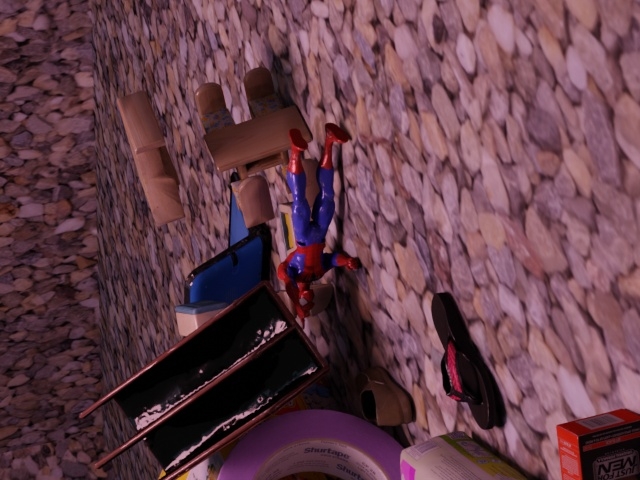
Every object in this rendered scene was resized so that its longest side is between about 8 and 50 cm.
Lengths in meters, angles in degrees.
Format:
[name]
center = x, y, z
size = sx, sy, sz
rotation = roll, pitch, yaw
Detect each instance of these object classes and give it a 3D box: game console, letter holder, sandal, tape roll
[game console]
center = -0.179, 0.078, 2.382
size = 0.173, 0.250, 0.293
rotation = 33, 138, 30
[letter holder]
center = -0.175, 0.214, 1.868
size = 0.152, 0.302, 0.214
rotation = 55, -156, 1
[sandal]
center = 0.150, 0.139, 1.599
size = 0.067, 0.040, 0.179
rotation = 103, 151, -51
[tape roll]
center = -0.001, 0.354, 1.807
size = 0.090, 0.274, 0.275
rotation = 102, 152, -53

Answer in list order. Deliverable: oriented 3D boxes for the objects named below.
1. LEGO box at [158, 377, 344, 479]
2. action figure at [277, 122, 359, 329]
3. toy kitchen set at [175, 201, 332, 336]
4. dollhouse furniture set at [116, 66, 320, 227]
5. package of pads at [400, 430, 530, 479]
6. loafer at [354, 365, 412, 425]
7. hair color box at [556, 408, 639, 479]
[LEGO box]
center = -0.110, 0.484, 2.122
size = 0.500, 0.193, 0.372
rotation = -66, 35, 31
[action figure]
center = 0.000, 0.000, 1.898
size = 0.139, 0.091, 0.280
rotation = -122, 29, -46
[toy kitchen set]
center = -0.105, 0.039, 2.050
size = 0.122, 0.207, 0.166
rotation = 176, 84, -71
[dollhouse furniture set]
center = -0.140, -0.142, 1.984
size = 0.161, 0.242, 0.212
rotation = 80, 168, -49
[package of pads]
center = 0.178, 0.383, 1.556
size = 0.229, 0.101, 0.297
rotation = -153, 54, -69
[loafer]
center = 0.072, 0.203, 1.860
size = 0.148, 0.050, 0.056
rotation = -156, 57, -69
[hair color box]
center = 0.257, 0.229, 1.274
size = 0.043, 0.072, 0.141
rotation = -159, 59, -69
